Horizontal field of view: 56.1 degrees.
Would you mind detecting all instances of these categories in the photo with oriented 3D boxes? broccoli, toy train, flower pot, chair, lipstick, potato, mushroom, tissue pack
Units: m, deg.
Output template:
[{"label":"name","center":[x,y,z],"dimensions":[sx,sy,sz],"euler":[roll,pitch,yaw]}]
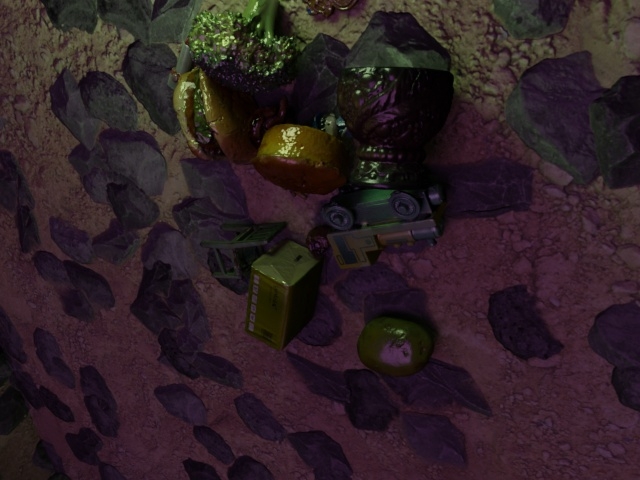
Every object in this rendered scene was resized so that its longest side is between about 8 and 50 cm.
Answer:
[{"label":"broccoli","center":[-0.193,-0.492,1.540],"dimensions":[0.288,0.235,0.260],"euler":[16,136,-23]},{"label":"toy train","center":[0.180,-0.055,1.623],"dimensions":[0.369,0.150,0.237],"euler":[-8,121,35]},{"label":"flower pot","center":[0.167,-0.256,1.393],"dimensions":[0.267,0.266,0.267],"euler":[8,103,27]},{"label":"chair","center":[-0.230,0.035,1.926],"dimensions":[0.270,0.136,0.147],"euler":[-1,118,30]},{"label":"lipstick","center":[-0.394,-0.525,1.747],"dimensions":[0.063,0.057,0.186],"euler":[37,127,12]},{"label":"potato","center":[0.220,0.322,1.813],"dimensions":[0.253,0.148,0.186],"euler":[-22,107,38]},{"label":"mushroom","center":[-0.132,-0.327,1.669],"dimensions":[0.170,0.135,0.080],"euler":[-57,43,29]},{"label":"tissue pack","center":[-0.116,0.169,1.894],"dimensions":[0.167,0.200,0.274],"euler":[26,128,19]}]

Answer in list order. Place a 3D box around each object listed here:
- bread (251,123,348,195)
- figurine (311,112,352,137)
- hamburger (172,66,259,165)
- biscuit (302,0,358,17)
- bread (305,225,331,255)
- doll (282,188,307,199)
[{"label":"bread","center":[-0.046,-0.210,1.591],"dimensions":[0.268,0.268,0.145],"euler":[7,81,28]},{"label":"figurine","center":[0.047,-0.307,1.598],"dimensions":[0.149,0.087,0.086],"euler":[-4,117,16]},{"label":"hamburger","center":[-0.292,-0.337,1.698],"dimensions":[0.162,0.209,0.330],"euler":[-16,110,37]},{"label":"biscuit","center":[0.027,-0.609,1.458],"dimensions":[0.175,0.026,0.124],"euler":[-18,106,37]},{"label":"bread","center":[0.000,0.000,1.814],"dimensions":[0.113,0.060,0.082],"euler":[-24,105,40]},{"label":"doll","center":[-0.077,-0.161,1.788],"dimensions":[0.093,0.051,0.061],"euler":[19,130,-15]}]
